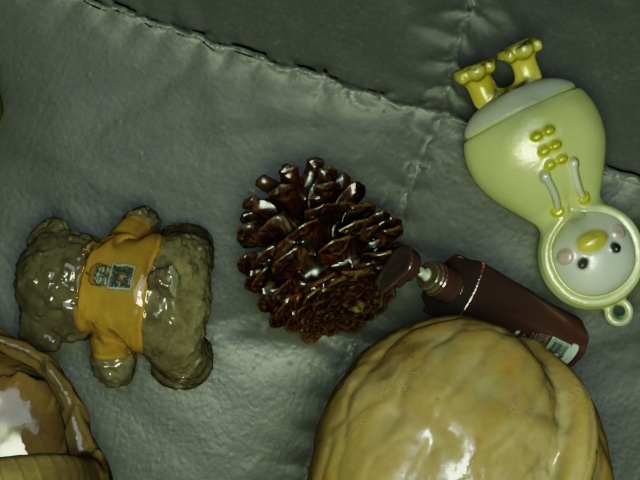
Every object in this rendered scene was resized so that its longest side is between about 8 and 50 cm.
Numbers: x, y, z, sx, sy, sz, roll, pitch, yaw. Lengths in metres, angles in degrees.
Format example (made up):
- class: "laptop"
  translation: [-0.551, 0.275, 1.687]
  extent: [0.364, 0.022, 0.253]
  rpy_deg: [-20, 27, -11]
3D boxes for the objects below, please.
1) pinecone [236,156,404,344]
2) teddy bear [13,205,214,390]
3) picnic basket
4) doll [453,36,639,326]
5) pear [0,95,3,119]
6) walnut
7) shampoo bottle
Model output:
- class: "pinecone"
  translation: [-0.007, 0.001, 1.512]
  extent: [0.163, 0.163, 0.165]
  rpy_deg: [-25, 62, -10]
- class: "teddy bear"
  translation: [-0.193, 0.049, 1.496]
  extent: [0.190, 0.140, 0.177]
  rpy_deg: [4, 79, 5]
- class: "picnic basket"
  translation: [-0.321, 0.229, 1.345]
  extent: [0.293, 0.337, 0.337]
  rpy_deg: [-12, 78, -7]
- class: "doll"
  translation: [0.234, -0.053, 1.559]
  extent: [0.141, 0.117, 0.296]
  rpy_deg: [-27, 80, -8]
- class: "pear"
  translation: [-0.428, -0.096, 1.496]
  extent: [0.292, 0.159, 0.292]
  rpy_deg: [2, 75, -7]
- class: "walnut"
  translation: [0.124, 0.205, 1.411]
  extent: [0.296, 0.285, 0.285]
  rpy_deg: [40, 72, -38]
- class: "shampoo bottle"
  translation: [0.153, 0.060, 1.493]
  extent: [0.236, 0.067, 0.068]
  rpy_deg: [27, 90, -37]
